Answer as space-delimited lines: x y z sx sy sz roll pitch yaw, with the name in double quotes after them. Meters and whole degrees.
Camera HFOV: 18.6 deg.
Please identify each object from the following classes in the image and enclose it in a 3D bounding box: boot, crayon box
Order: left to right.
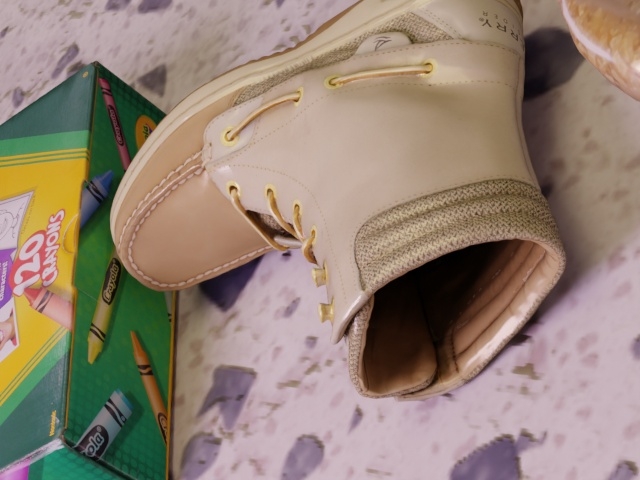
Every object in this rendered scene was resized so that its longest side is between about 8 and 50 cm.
-0.167 0.050 1.120 0.165 0.081 0.278 -30 41 29 "crayon box"
0.000 0.000 0.966 0.262 0.095 0.203 -30 42 23 "boot"

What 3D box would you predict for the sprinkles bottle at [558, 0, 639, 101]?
0.206 0.004 0.494 0.121 0.355 0.121 -29 42 30 "sprinkles bottle"
